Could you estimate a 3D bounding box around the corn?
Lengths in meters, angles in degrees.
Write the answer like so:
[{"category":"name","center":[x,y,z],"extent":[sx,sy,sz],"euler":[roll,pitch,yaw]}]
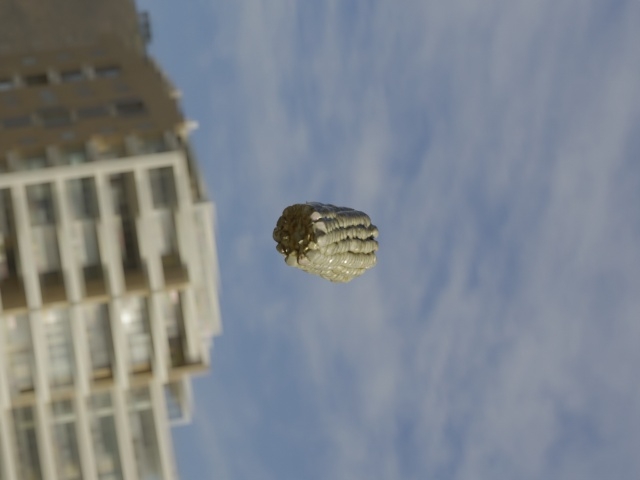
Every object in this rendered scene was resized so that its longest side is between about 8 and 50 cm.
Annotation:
[{"category":"corn","center":[0.000,0.000,1.940],"extent":[0.211,0.087,0.087],"euler":[12,66,-69]}]
